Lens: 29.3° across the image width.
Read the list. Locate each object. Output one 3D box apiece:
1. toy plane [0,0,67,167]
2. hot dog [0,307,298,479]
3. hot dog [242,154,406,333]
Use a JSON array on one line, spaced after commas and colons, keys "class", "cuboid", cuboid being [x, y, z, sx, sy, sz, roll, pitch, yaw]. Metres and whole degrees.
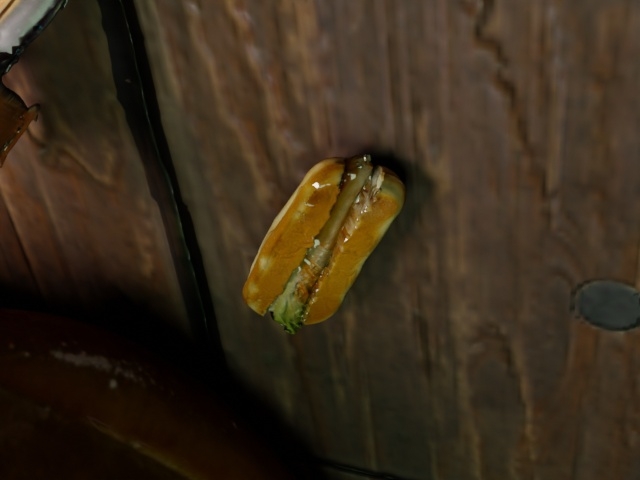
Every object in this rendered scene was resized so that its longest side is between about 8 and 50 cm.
[{"class": "toy plane", "cuboid": [-0.108, -0.056, 0.340, 0.062, 0.135, 0.188, 39, 108, 15]}, {"class": "hot dog", "cuboid": [-0.133, 0.150, 0.463, 0.185, 0.223, 0.405, -19, 134, 39]}, {"class": "hot dog", "cuboid": [0.000, 0.000, 0.397, 0.037, 0.021, 0.083, 13, 140, -20]}]
